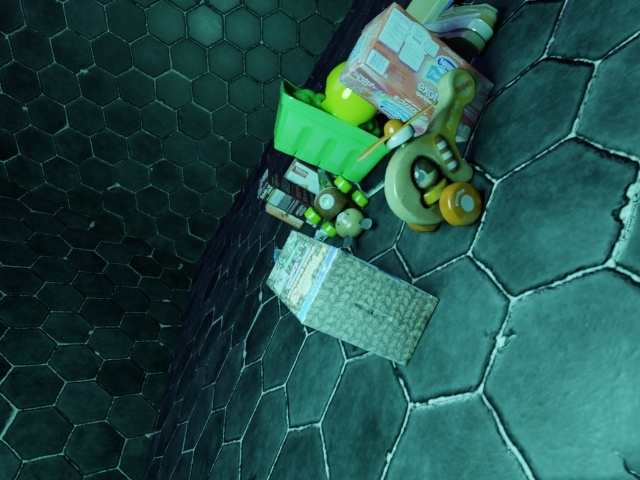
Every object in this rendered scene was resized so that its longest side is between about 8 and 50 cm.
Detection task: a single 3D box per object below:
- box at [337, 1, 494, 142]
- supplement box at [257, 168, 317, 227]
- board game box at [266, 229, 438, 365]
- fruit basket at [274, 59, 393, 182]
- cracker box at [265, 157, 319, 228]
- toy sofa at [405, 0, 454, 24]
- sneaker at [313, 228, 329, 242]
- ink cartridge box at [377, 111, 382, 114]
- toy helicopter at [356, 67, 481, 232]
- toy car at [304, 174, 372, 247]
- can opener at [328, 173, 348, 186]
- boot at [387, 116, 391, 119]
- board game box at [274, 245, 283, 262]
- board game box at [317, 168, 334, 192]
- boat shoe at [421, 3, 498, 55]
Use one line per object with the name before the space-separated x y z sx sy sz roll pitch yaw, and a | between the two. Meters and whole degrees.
box | 0.214 -0.357 0.955 0.154 0.300 0.142 -64 21 -3
supplement box | -0.105 -0.153 1.532 0.073 0.240 0.130 -53 22 24
board game box | 0.047 0.103 0.874 0.141 0.232 0.291 -64 20 -1
fruit basket | 0.063 -0.396 1.261 0.392 0.392 0.283 -54 22 21
cracker box | -0.090 -0.181 1.650 0.232 0.156 0.067 -56 22 16
toy sofa | 0.355 -0.721 1.327 0.362 0.177 0.150 -52 43 23
sneaker | 0.000 0.000 1.391 0.069 0.038 0.098 -67 12 -8
ink cartridge box | 0.159 -0.548 1.471 0.066 0.232 0.189 -24 15 -14
toy helicopter | 0.219 -0.202 0.844 0.140 0.235 0.354 -12 53 64
toy car | 0.068 -0.060 1.179 0.155 0.149 0.188 -46 36 13
can opener | 0.054 -0.220 1.507 0.186 0.073 0.059 170 118 -75
boot | 0.268 -0.446 1.261 0.208 0.076 0.189 -38 17 35
board game box | -0.056 0.087 1.253 0.060 0.194 0.194 -61 6 -1
board game box | 0.026 -0.139 1.407 0.259 0.031 0.136 -109 15 -63
boat shoe | 0.366 -0.573 1.154 0.103 0.113 0.302 -56 32 11
